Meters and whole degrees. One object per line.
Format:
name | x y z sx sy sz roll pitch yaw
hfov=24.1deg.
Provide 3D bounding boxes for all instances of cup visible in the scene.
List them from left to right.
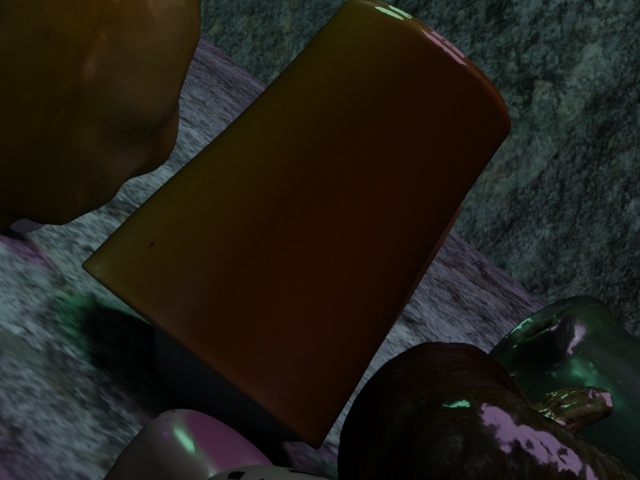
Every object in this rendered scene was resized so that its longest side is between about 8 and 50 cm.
cup | 0.000 0.000 0.936 0.182 0.264 0.226 34 -7 36

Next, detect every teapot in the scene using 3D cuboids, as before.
teapot | 0.262 0.209 1.171 0.337 0.200 0.270 42 -17 35

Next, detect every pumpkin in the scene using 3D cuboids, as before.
pumpkin | 0.117 0.147 0.922 0.219 0.162 0.219 41 5 -4

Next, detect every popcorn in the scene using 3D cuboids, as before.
popcorn | -0.199 -0.092 0.634 0.297 0.281 0.316 21 -25 8

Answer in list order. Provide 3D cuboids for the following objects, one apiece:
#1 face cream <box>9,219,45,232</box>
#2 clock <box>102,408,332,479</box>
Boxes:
face cream | -0.238 -0.076 0.979 0.182 0.051 0.072 43 11 24
clock | 0.039 0.189 0.526 0.284 0.114 0.309 33 9 -24
